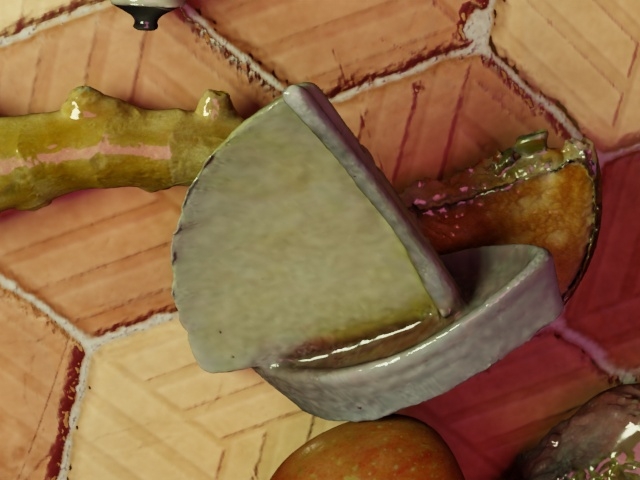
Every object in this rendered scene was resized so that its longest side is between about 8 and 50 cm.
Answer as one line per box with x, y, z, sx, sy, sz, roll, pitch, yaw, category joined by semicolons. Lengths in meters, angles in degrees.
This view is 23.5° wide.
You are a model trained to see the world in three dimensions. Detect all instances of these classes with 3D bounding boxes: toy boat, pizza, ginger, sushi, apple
0.006;0.025;1.168;0.293;0.111;0.276;36;127;-21;toy boat
0.126;-0.014;1.231;0.195;0.052;0.185;3;125;-5;pizza
-0.176;-0.060;1.149;0.299;0.065;0.118;-1;114;-14;ginger
0.242;0.201;1.301;0.241;0.107;0.161;3;104;-12;sushi
0.040;0.234;1.233;0.168;0.181;0.181;-28;112;-8;apple

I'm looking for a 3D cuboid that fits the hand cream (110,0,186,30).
-0.121;-0.244;1.106;0.087;0.054;0.186;0;102;-15;hand cream
